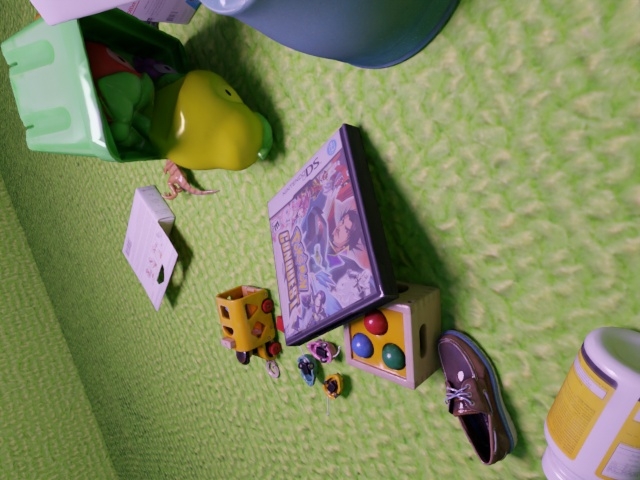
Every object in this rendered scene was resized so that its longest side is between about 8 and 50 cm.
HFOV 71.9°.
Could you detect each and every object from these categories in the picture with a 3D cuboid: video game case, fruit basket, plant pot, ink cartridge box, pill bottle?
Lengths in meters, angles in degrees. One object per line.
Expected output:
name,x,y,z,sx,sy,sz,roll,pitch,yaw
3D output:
video game case,0.000,0.000,0.696,0.248,0.035,0.275,-37,54,46
fruit basket,-0.275,-0.251,0.789,0.391,0.391,0.283,3,106,45
plant pot,-0.008,-0.340,0.496,0.271,0.255,0.272,19,117,41
ink cartridge box,-0.460,0.025,1.233,0.239,0.060,0.275,51,133,19
ink cartridge box,-0.318,-0.467,0.823,0.104,0.180,0.060,-23,88,47
pill bottle,0.307,0.193,0.472,0.103,0.103,0.184,29,123,36

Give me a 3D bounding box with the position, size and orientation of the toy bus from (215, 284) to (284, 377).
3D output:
toy bus,-0.162,0.198,0.954,0.202,0.104,0.191,49,133,22

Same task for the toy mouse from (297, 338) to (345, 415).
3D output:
toy mouse,-0.003,0.234,0.857,0.143,0.031,0.161,39,128,29

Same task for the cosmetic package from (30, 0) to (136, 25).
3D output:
cosmetic package,-0.295,-0.518,0.605,0.162,0.229,0.454,74,-179,-57

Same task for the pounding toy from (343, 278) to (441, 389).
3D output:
pounding toy,0.073,0.103,0.686,0.205,0.094,0.181,8,110,43

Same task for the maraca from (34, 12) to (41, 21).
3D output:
maraca,-0.788,-0.604,1.317,0.127,0.099,0.186,-35,80,43

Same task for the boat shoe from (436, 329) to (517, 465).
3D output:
boat shoe,0.209,0.215,0.606,0.066,0.066,0.183,-36,78,46

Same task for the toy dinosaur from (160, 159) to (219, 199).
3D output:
toy dinosaur,-0.332,-0.143,1.038,0.212,0.064,0.112,50,132,21

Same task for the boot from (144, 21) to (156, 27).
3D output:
boot,-0.472,-0.572,1.008,0.222,0.118,0.339,24,108,42
